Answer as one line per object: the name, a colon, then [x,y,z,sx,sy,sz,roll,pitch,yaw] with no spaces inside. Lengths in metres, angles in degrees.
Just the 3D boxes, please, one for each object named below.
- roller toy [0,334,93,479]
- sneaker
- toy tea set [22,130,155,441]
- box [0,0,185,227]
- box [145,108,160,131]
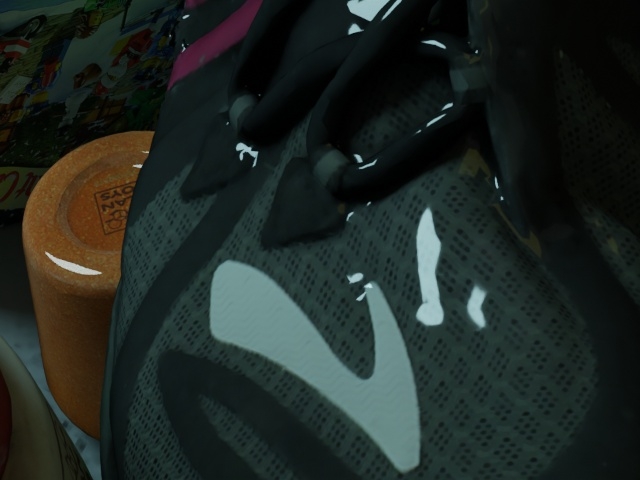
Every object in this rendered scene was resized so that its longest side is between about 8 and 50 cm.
roller toy: [-0.154,0.088,0.493,0.209,0.146,0.191,14,57,30]
sneaker: [0.016,-0.077,0.557,0.185,0.202,0.482,-7,49,6]
toy tea set: [-0.036,0.104,0.631,0.200,0.124,0.336,8,52,17]
box: [-0.084,-0.084,0.768,0.233,0.159,0.044,-20,58,-45]
box: [0.000,0.000,0.811,0.169,0.059,0.054,13,41,-22]
